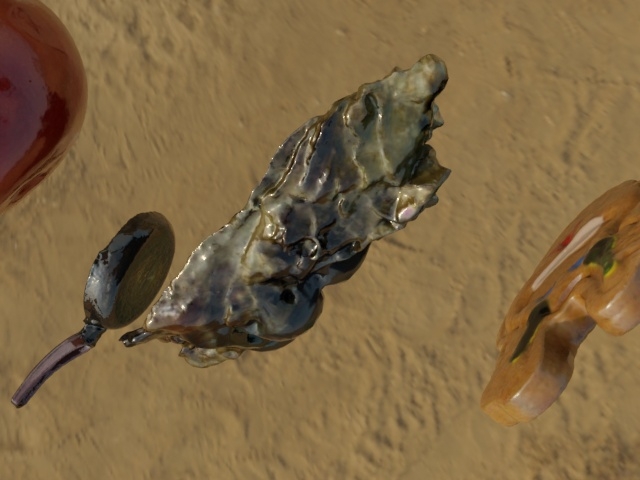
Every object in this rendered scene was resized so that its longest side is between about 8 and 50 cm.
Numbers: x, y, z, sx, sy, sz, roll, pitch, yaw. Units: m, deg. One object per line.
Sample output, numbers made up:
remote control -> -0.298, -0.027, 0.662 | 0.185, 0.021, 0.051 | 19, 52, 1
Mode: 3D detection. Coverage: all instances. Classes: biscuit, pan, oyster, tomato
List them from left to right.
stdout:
tomato -> -0.249, -0.085, 0.989 | 0.136, 0.195, 0.195 | 45, 96, 1
pan -> -0.195, 0.067, 1.252 | 0.040, 0.115, 0.212 | 34, 83, 17
oyster -> 0.008, -0.008, 1.117 | 0.096, 0.221, 0.361 | 48, 118, 9
biscuit -> 0.215, 0.030, 1.173 | 0.047, 0.334, 0.202 | 43, 113, -2
